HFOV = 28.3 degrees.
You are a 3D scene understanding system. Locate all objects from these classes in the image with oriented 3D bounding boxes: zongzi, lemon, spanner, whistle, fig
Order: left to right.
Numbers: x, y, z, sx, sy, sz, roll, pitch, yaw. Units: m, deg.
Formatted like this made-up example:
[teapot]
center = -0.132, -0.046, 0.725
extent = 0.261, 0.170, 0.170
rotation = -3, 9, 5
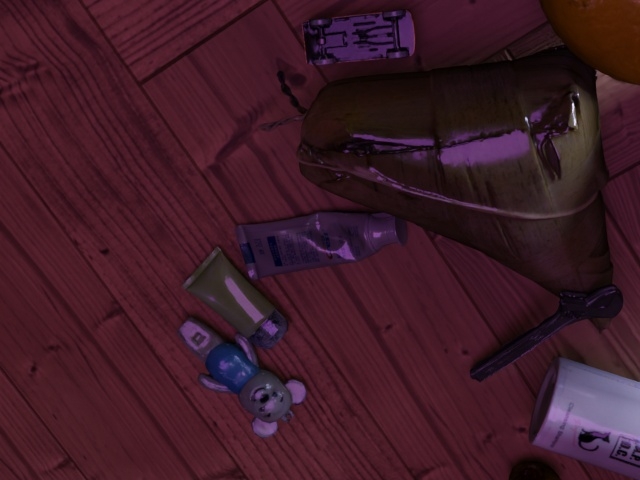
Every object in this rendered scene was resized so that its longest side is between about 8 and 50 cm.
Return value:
[whistle]
center = -0.134, 0.212, 2.052
extent = 0.236, 0.077, 0.114
rotation = 42, 91, -4
[zongzi]
center = 0.168, -0.027, 1.849
extent = 0.500, 0.218, 0.467
rotation = -4, 118, 12
[fig]
center = 0.350, 0.404, 2.048
extent = 0.084, 0.082, 0.098
rotation = -11, 136, 18
[spanner]
center = 0.332, 0.141, 1.911
extent = 0.093, 0.026, 0.325
rotation = 20, 142, -25
[lemon]
center = 0.425, -0.348, 1.651
extent = 0.297, 0.297, 0.297
rotation = 3, 110, 8

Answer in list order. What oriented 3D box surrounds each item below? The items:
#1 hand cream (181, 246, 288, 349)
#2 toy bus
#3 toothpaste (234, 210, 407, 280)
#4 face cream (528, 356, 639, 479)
[hand cream]
center = -0.129, 0.099, 2.026
extent = 0.175, 0.046, 0.095
rotation = 43, 111, -1
[toy bus]
center = 0.059, -0.294, 1.837
extent = 0.162, 0.074, 0.069
rotation = -3, 102, 12
[toothpaste]
center = 0.000, 0.000, 1.970
extent = 0.266, 0.061, 0.096
rotation = -9, 109, 19
[face cream]
center = 0.517, 0.300, 1.941
extent = 0.370, 0.145, 0.145
rotation = 17, 111, 3
